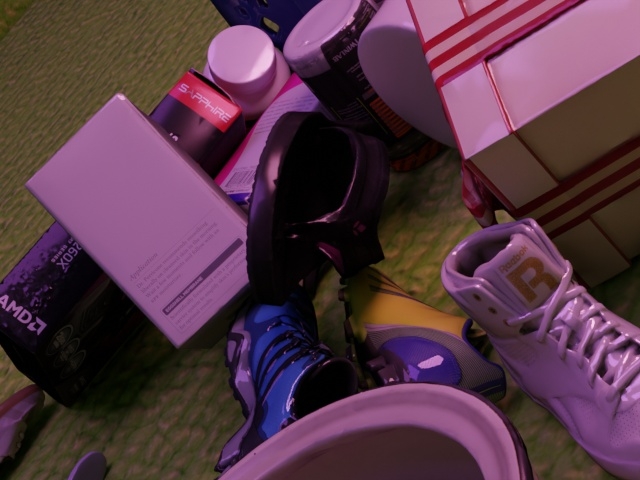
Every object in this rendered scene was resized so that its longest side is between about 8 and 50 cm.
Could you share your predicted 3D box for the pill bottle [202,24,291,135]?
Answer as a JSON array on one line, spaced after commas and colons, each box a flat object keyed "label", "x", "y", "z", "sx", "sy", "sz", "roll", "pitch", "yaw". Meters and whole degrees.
[{"label": "pill bottle", "x": -0.086, "y": -0.177, "z": 2.013, "sx": 0.108, "sy": 0.193, "sz": 0.108, "roll": -1, "pitch": 65, "yaw": 3}]

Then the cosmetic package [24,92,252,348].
[{"label": "cosmetic package", "x": -0.156, "y": -0.012, "z": 1.688, "sx": 0.138, "sy": 0.224, "sz": 0.224, "roll": -43, "pitch": -6, "yaw": 1}]

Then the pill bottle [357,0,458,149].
[{"label": "pill bottle", "x": 0.222, "y": -0.293, "z": 1.732, "sx": 0.224, "sy": 0.224, "sz": 0.392, "roll": 1, "pitch": 49, "yaw": 56}]

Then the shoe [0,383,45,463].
[{"label": "shoe", "x": -0.398, "y": 0.262, "z": 1.964, "sx": 0.219, "sy": 0.058, "sz": 0.076, "roll": -47, "pitch": -6, "yaw": -19}]

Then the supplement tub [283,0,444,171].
[{"label": "supplement tub", "x": 0.058, "y": -0.172, "z": 1.815, "sx": 0.117, "sy": 0.190, "sz": 0.117, "roll": -32, "pitch": 27, "yaw": 19}]

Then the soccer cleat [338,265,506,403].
[{"label": "soccer cleat", "x": 0.089, "y": 0.094, "z": 1.508, "sx": 0.121, "sy": 0.093, "sz": 0.289, "roll": -13, "pitch": 20, "yaw": -7}]

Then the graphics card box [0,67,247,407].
[{"label": "graphics card box", "x": -0.225, "y": 0.002, "z": 1.927, "sx": 0.371, "sy": 0.094, "sz": 0.233, "roll": -49, "pitch": -14, "yaw": -16}]

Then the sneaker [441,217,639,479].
[{"label": "sneaker", "x": 0.191, "y": 0.076, "z": 1.264, "sx": 0.108, "sy": 0.169, "sz": 0.292, "roll": -45, "pitch": 27, "yaw": -10}]

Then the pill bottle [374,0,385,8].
[{"label": "pill bottle", "x": 0.117, "y": -0.253, "z": 1.868, "sx": 0.108, "sy": 0.180, "sz": 0.108, "roll": -34, "pitch": 26, "yaw": 19}]

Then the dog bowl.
[{"label": "dog bowl", "x": 0.018, "y": 0.303, "z": 1.181, "sx": 0.408, "sy": 0.150, "sz": 0.408, "roll": -34, "pitch": 26, "yaw": 19}]

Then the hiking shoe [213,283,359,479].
[{"label": "hiking shoe", "x": -0.012, "y": 0.137, "z": 1.526, "sx": 0.132, "sy": 0.113, "sz": 0.304, "roll": -35, "pitch": 32, "yaw": 25}]

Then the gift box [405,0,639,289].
[{"label": "gift box", "x": 0.238, "y": -0.116, "z": 1.416, "sx": 0.258, "sy": 0.276, "sz": 0.255, "roll": -30, "pitch": 41, "yaw": 17}]

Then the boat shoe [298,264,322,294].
[{"label": "boat shoe", "x": 0.000, "y": -0.001, "z": 1.789, "sx": 0.049, "sy": 0.042, "sz": 0.133, "roll": 100, "pitch": -179, "yaw": -64}]

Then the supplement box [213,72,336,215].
[{"label": "supplement box", "x": -0.023, "y": -0.087, "z": 1.892, "sx": 0.111, "sy": 0.114, "sz": 0.220, "roll": -5, "pitch": 46, "yaw": 54}]

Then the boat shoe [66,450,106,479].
[{"label": "boat shoe", "x": -0.266, "y": 0.269, "z": 1.779, "sx": 0.035, "sy": 0.035, "sz": 0.100, "roll": -3, "pitch": 52, "yaw": 50}]

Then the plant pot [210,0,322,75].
[{"label": "plant pot", "x": 0.040, "y": -0.303, "z": 2.011, "sx": 0.236, "sy": 0.236, "sz": 0.212, "roll": -49, "pitch": 32, "yaw": -15}]

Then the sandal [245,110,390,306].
[{"label": "sandal", "x": 0.026, "y": -0.047, "z": 1.585, "sx": 0.107, "sy": 0.167, "sz": 0.446, "roll": 5, "pitch": 12, "yaw": 14}]
